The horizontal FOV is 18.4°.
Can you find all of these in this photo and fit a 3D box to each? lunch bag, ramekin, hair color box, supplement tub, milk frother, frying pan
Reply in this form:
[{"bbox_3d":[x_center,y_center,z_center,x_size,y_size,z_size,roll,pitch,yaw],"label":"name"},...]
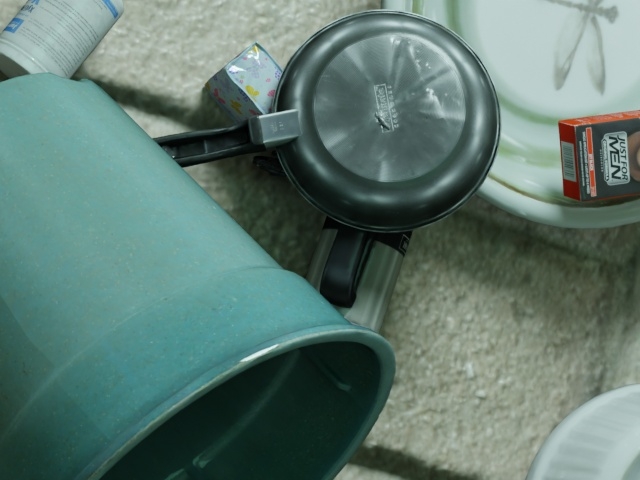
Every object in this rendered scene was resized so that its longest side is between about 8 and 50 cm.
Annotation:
[{"bbox_3d":[-0.052,-0.126,1.740,0.053,0.071,0.083,-41,96,-19],"label":"lunch bag"},{"bbox_3d":[0.326,0.264,1.805,0.273,0.127,0.273,2,85,-18],"label":"ramekin"},{"bbox_3d":[0.286,-0.080,1.763,0.141,0.043,0.072,-9,101,-14],"label":"hair color box"},{"bbox_3d":[-0.224,-0.180,1.688,0.071,0.071,0.107,40,74,-11],"label":"supplement tub"},{"bbox_3d":[0.000,0.000,1.745,0.143,0.129,0.135,13,78,27],"label":"milk frother"},{"bbox_3d":[-0.006,-0.120,1.677,0.326,0.053,0.197,14,78,0],"label":"frying pan"}]

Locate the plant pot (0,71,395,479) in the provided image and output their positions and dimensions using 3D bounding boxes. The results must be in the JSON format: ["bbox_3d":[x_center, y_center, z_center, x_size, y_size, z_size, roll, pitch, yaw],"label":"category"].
[{"bbox_3d":[-0.175,0.069,1.521,0.341,0.341,0.334,-32,65,-18],"label":"plant pot"}]

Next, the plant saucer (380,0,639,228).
[{"bbox_3d":[0.236,-0.213,1.804,0.400,0.100,0.400,-2,99,-15],"label":"plant saucer"}]
